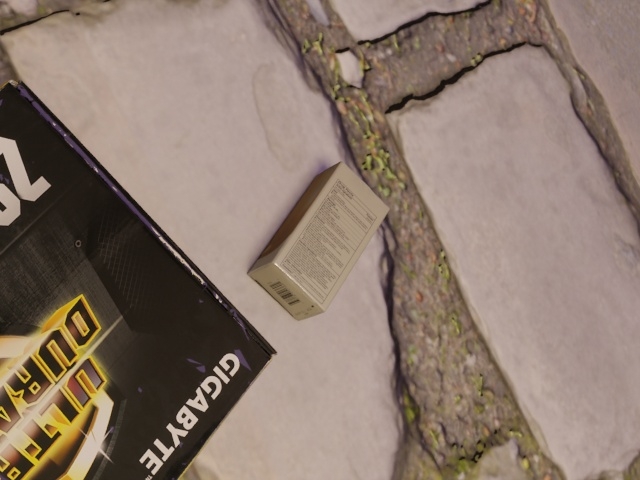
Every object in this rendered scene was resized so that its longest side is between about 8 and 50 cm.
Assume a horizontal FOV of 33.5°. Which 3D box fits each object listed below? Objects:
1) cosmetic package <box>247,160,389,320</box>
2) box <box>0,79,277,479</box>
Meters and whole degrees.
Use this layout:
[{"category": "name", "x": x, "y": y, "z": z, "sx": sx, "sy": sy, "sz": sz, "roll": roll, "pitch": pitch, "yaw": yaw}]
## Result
[{"category": "cosmetic package", "x": 0.000, "y": 0.000, "z": 0.835, "sx": 0.060, "sy": 0.041, "sz": 0.115, "roll": 45, "pitch": 56, "yaw": -15}, {"category": "box", "x": -0.211, "y": 0.097, "z": 0.640, "sx": 0.257, "sy": 0.079, "sz": 0.322, "roll": 48, "pitch": 56, "yaw": -12}]
